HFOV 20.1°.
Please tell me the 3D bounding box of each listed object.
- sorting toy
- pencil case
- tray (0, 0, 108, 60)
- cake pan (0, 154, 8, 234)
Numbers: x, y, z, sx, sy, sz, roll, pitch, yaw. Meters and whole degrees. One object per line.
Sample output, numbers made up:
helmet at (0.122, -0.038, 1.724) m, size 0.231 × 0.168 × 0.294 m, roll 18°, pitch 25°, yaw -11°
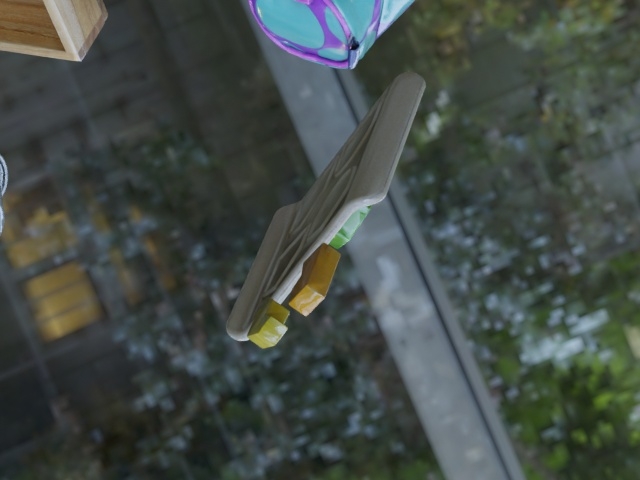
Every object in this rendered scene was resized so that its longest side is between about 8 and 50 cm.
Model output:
sorting toy at (0.000, 0.000, 1.623) m, size 0.229 × 0.041 × 0.307 m, roll -46°, pitch -166°, yaw 37°
pencil case at (0.035, -0.151, 0.878) m, size 0.151 × 0.064 × 0.070 m, roll -49°, pitch 166°, yaw -21°
tray at (-0.429, -0.297, 1.798) m, size 0.411 × 0.203 × 0.076 m, roll 10°, pitch -125°, yaw 22°
cake pan at (-0.442, -0.004, 1.798) m, size 0.293 × 0.054 × 0.293 m, roll -22°, pitch 159°, yaw -9°
